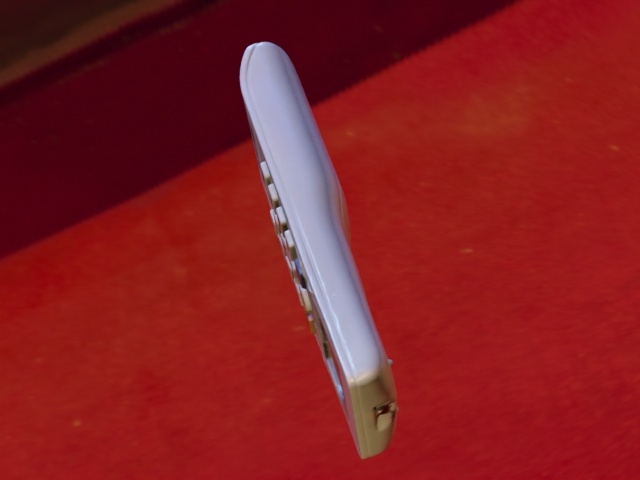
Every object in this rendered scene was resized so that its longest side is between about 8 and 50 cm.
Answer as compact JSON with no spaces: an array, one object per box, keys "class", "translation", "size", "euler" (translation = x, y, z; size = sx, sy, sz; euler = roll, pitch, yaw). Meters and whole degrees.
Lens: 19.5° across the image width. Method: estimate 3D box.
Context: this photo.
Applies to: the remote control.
[{"class":"remote control","translation":[0.000,0.000,0.702],"size":[0.029,0.061,0.162],"euler":[-18,56,-3]}]
